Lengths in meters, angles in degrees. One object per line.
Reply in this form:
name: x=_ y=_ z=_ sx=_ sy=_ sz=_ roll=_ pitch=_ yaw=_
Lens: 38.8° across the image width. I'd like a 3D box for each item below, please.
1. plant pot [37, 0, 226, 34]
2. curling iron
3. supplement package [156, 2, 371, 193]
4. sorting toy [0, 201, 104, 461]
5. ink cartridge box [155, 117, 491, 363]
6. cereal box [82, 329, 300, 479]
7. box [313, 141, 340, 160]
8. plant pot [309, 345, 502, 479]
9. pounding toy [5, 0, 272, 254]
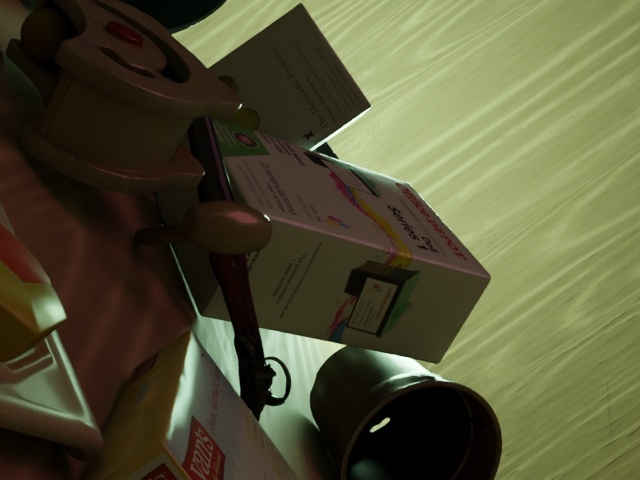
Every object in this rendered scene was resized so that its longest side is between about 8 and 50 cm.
plant pot: x=-0.250 y=-0.368 z=1.088 sx=0.290 sy=0.290 sz=0.195 roll=55 pitch=-23 yaw=-14
curling iron: x=-0.069 y=0.006 z=0.722 sx=0.068 sy=0.035 sz=0.274 roll=148 pitch=-69 yaw=-65
supplement package: x=-0.084 y=-0.133 z=1.023 sx=0.139 sy=0.244 sz=0.134 roll=54 pitch=1 yaw=-6
sorting toy: x=-0.156 y=-0.025 z=0.318 sx=0.193 sy=0.038 sz=0.208 roll=56 pitch=1 yaw=30
ink cartridge box: x=0.000 y=0.000 z=0.904 sx=0.278 sy=0.117 sz=0.201 roll=15 pitch=25 yaw=-32
cereal box: x=-0.015 y=0.167 z=0.435 sx=0.240 sy=0.047 sz=0.173 roll=55 pitch=1 yaw=-9
box: x=-0.045 y=-0.112 z=1.377 sx=0.216 sy=0.060 sz=0.270 roll=55 pitch=-14 yaw=11
plant pot: x=0.073 y=0.187 z=0.930 sx=0.167 sy=0.167 sz=0.165 roll=55 pitch=-5 yaw=-24
pounding toy: x=-0.164 y=-0.076 z=0.666 sx=0.154 sy=0.155 sz=0.269 roll=8 pitch=29 yaw=-48
